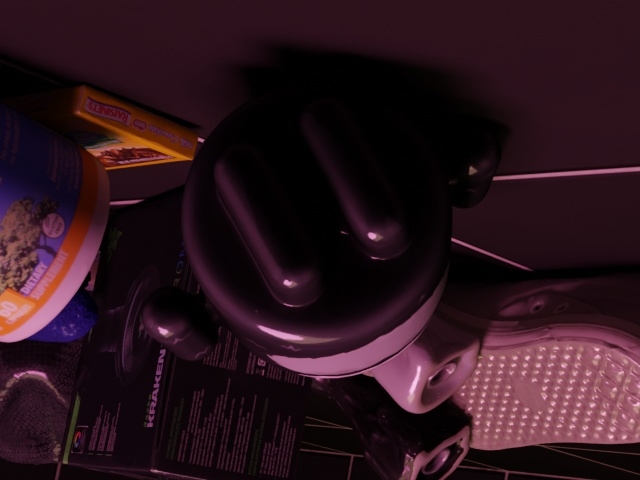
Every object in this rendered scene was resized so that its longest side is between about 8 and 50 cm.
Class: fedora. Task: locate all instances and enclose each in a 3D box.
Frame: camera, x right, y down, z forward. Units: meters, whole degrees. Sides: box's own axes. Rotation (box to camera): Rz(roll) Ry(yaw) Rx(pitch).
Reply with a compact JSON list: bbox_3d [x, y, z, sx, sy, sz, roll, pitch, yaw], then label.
[{"bbox_3d":[-0.275,0.134,1.727,0.334,0.152,0.334,0,149,0],"label":"fedora"}]

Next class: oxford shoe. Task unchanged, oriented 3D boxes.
[{"bbox_3d":[0.185,0.100,1.545,0.449,0.130,0.169,-4,122,54],"label":"oxford shoe"}]

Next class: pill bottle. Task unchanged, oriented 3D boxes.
[{"bbox_3d":[-0.291,-0.050,1.128,0.272,0.152,0.152,30,160,-33],"label":"pill bottle"}]

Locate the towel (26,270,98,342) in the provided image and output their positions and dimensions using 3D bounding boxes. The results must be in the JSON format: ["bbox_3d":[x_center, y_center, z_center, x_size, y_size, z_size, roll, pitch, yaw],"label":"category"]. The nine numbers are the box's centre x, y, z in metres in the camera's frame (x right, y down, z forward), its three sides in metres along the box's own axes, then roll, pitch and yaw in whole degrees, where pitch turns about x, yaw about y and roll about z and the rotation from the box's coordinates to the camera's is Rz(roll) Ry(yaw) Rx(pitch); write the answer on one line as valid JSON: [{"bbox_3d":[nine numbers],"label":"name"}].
[{"bbox_3d":[-0.353,-0.012,1.470,0.227,0.076,0.308,3,152,29],"label":"towel"}]

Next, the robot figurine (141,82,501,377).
[{"bbox_3d":[0.003,0.001,1.096,0.209,0.174,0.278,9,168,5],"label":"robot figurine"}]

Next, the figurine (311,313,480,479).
[{"bbox_3d":[0.038,0.105,1.546,0.209,0.092,0.215,38,147,29],"label":"figurine"}]

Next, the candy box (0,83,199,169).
[{"bbox_3d":[-0.193,-0.080,1.256,0.105,0.027,0.206,24,163,-37],"label":"candy box"}]

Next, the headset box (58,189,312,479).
[{"bbox_3d":[-0.116,0.093,1.488,0.131,0.246,0.283,14,169,-23],"label":"headset box"}]
